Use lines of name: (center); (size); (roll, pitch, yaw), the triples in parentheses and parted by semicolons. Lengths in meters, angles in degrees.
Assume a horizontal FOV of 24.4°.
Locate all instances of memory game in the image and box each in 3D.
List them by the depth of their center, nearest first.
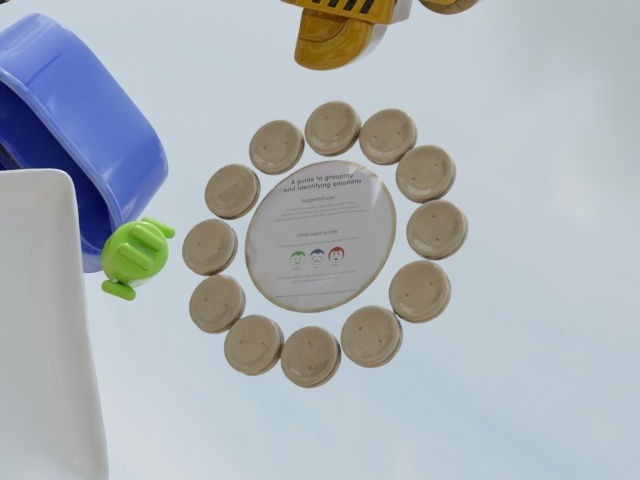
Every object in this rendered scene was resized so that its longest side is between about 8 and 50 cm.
memory game: (0.000, 0.000, 0.882); (0.186, 0.186, 0.012); (31, -6, 33)

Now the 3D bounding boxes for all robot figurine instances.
robot figurine: (-0.210, 0.016, 1.664); (0.067, 0.101, 0.115); (31, -20, -10)

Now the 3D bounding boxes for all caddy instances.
caddy: (-0.358, -0.113, 1.852); (0.241, 0.179, 0.341); (-19, -65, 48)

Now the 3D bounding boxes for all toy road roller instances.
toy road roller: (0.086, -0.365, 2.250); (0.329, 0.202, 0.240); (15, -75, 11)

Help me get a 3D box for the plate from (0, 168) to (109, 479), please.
plate: (-0.322, 0.084, 1.177); (0.045, 0.277, 0.278); (130, -47, -66)

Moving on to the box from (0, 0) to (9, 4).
box: (-0.271, -0.322, 1.007); (0.060, 0.216, 0.270); (-10, -46, 29)
